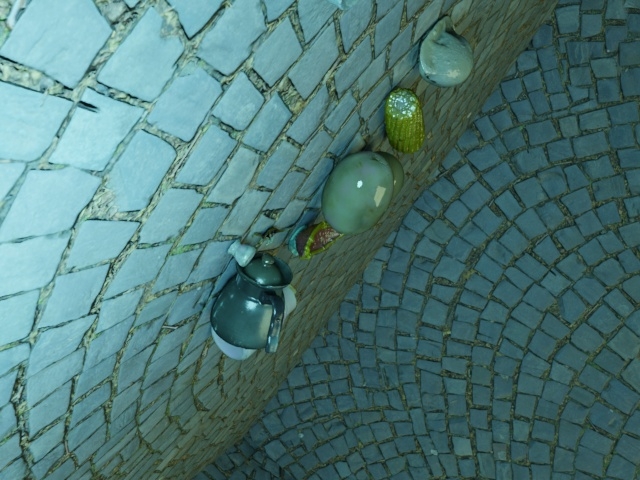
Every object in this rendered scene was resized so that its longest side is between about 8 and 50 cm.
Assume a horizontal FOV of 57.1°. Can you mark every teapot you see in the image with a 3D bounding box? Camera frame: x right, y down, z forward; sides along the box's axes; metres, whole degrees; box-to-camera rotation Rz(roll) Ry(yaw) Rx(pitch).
[{"bbox_3d":[-0.223,0.037,1.647,0.064,0.064,0.083,-52,173,-29],"label":"teapot"},{"bbox_3d":[-0.199,0.175,1.733,0.305,0.224,0.285,-76,-174,-64],"label":"teapot"}]

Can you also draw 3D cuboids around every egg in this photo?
[{"bbox_3d":[0.209,-0.225,2.140,0.186,0.186,0.241,-49,176,-12],"label":"egg"}]

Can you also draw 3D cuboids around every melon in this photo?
[{"bbox_3d":[0.122,-0.154,1.950,0.223,0.223,0.316,-39,160,-43],"label":"melon"}]

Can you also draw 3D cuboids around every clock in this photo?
[{"bbox_3d":[-0.070,-0.007,2.085,0.101,0.041,0.135,-48,166,-15],"label":"clock"}]

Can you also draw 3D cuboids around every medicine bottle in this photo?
[{"bbox_3d":[-0.220,0.264,2.015,0.293,0.170,0.170,-38,161,-41],"label":"medicine bottle"}]

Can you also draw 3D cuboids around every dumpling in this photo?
[{"bbox_3d":[0.414,-0.616,1.918,0.243,0.176,0.226,-53,148,-76],"label":"dumpling"}]

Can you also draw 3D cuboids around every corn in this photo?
[{"bbox_3d":[0.294,-0.407,2.060,0.144,0.144,0.387,-52,164,1],"label":"corn"}]

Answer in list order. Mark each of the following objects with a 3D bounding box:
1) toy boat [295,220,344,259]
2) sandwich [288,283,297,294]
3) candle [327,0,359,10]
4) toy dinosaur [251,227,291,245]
[{"bbox_3d":[-0.006,-0.003,2.030,0.318,0.099,0.140,-29,147,-59],"label":"toy boat"},{"bbox_3d":[-0.162,0.186,2.356,0.074,0.074,0.116,-49,134,-11],"label":"sandwich"},{"bbox_3d":[0.077,-0.547,1.129,0.168,0.068,0.192,-43,168,-37],"label":"candle"},{"bbox_3d":[-0.156,-0.013,1.799,0.058,0.037,0.180,-54,166,29],"label":"toy dinosaur"}]
